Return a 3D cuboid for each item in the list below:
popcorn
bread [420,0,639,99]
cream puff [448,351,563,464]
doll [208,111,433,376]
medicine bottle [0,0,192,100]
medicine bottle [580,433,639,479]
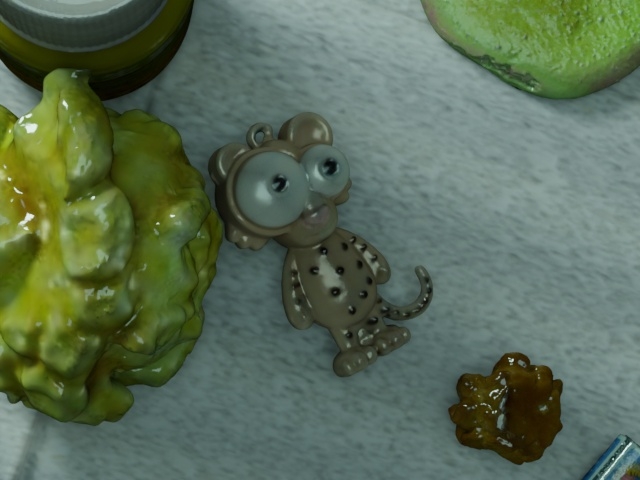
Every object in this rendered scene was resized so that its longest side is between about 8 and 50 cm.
[{"bbox_3d":[-0.222,0.006,1.635,0.274,0.279,0.335,20,97,34],"label":"popcorn"},{"bbox_3d":[0.251,-0.303,1.817,0.301,0.045,0.301,0,87,-7],"label":"bread"},{"bbox_3d":[0.193,0.178,1.769,0.122,0.094,0.116,-21,93,-30],"label":"cream puff"},{"bbox_3d":[-0.001,0.002,1.744,0.154,0.119,0.278,-38,98,-20],"label":"doll"},{"bbox_3d":[-0.226,-0.261,1.594,0.224,0.384,0.224,0,87,-5],"label":"medicine bottle"},{"bbox_3d":[0.277,0.290,1.789,0.051,0.051,0.191,42,85,-3],"label":"medicine bottle"}]
